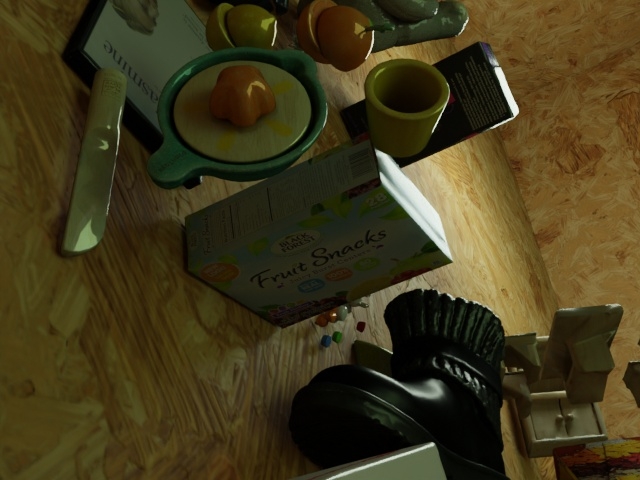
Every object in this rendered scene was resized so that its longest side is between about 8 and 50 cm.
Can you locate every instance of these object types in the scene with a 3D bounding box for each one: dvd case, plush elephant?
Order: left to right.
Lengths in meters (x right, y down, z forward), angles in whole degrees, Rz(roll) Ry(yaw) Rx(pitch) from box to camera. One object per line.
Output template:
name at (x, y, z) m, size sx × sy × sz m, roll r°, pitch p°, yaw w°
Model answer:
dvd case at (-0.170, -0.195, 0.798) m, size 0.180 × 0.022 × 0.253 m, roll 50°, pitch 27°, yaw -36°
plush elephant at (0.049, -0.442, 1.222) m, size 0.330 × 0.272 × 0.255 m, roll -30°, pitch 124°, yaw -45°

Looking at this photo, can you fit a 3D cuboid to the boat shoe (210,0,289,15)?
boat shoe at (-0.134, -0.457, 1.036) m, size 0.158 × 0.127 × 0.340 m, roll 19°, pitch 59°, yaw -70°

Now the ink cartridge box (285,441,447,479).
ink cartridge box at (-0.040, 0.224, 0.398) m, size 0.171 × 0.233 × 0.168 m, roll 16°, pitch 54°, yaw -63°

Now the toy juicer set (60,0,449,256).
toy juicer set at (-0.077, -0.131, 0.627) m, size 0.089 × 0.329 × 0.209 m, roll 92°, pitch -24°, yaw -57°

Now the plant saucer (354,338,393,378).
plant saucer at (0.119, 0.238, 1.011) m, size 0.188 × 0.045 × 0.188 m, roll 40°, pitch 34°, yaw -48°

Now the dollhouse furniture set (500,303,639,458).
dollhouse furniture set at (0.486, 0.223, 1.496) m, size 0.394 × 0.362 × 0.256 m, roll 82°, pitch 3°, yaw -49°

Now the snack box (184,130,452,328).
snack box at (0.000, 0.000, 0.748) m, size 0.174 × 0.207 × 0.070 m, roll 41°, pitch 31°, yaw -51°

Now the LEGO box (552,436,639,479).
LEGO box at (0.526, 0.591, 1.154) m, size 0.372 × 0.193 × 0.499 m, roll 13°, pitch 68°, yaw -85°

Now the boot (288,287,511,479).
boot at (0.102, 0.154, 0.870) m, size 0.348 × 0.131 × 0.260 m, roll 39°, pitch 43°, yaw -38°

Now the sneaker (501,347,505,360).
sneaker at (0.220, 0.208, 1.205) m, size 0.234 × 0.078 × 0.106 m, roll 6°, pitch 72°, yaw -45°

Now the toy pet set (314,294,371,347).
toy pet set at (0.015, 0.064, 0.956) m, size 0.122 × 0.065 × 0.114 m, roll -5°, pitch 108°, yaw -64°

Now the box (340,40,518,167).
box at (0.200, -0.232, 1.359) m, size 0.143 × 0.270 × 0.165 m, roll 66°, pitch 22°, yaw -4°
